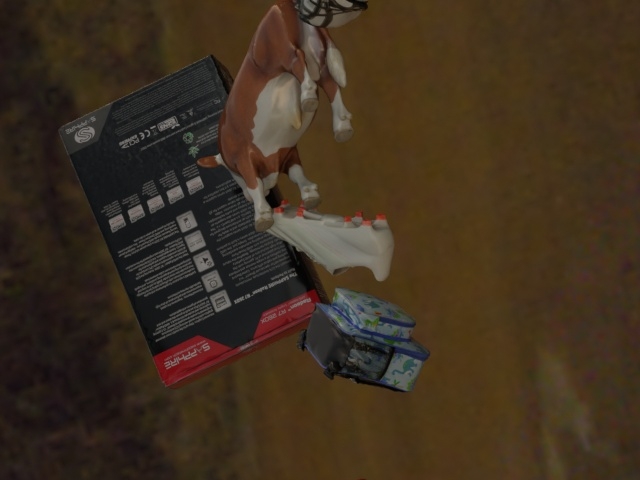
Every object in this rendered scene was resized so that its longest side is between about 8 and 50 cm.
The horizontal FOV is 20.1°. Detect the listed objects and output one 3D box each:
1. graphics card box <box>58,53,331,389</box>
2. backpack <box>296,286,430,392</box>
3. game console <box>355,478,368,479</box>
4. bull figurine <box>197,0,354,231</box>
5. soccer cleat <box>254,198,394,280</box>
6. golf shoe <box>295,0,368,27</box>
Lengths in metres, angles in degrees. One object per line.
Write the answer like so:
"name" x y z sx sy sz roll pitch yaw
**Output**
"graphics card box" -0.160 -0.023 2.315 0.371 0.232 0.094 65 -173 11
"backpack" 0.052 0.102 1.821 0.084 0.114 0.105 -65 26 8
"game console" -0.044 0.459 2.019 0.060 0.342 0.387 34 150 23
"bull figurine" -0.052 -0.132 2.067 0.188 0.101 0.310 61 147 37
"soccer cleat" 0.000 0.000 2.050 0.196 0.068 0.076 11 110 40
"golf shoe" 0.023 -0.245 1.766 0.093 0.077 0.198 22 178 19
